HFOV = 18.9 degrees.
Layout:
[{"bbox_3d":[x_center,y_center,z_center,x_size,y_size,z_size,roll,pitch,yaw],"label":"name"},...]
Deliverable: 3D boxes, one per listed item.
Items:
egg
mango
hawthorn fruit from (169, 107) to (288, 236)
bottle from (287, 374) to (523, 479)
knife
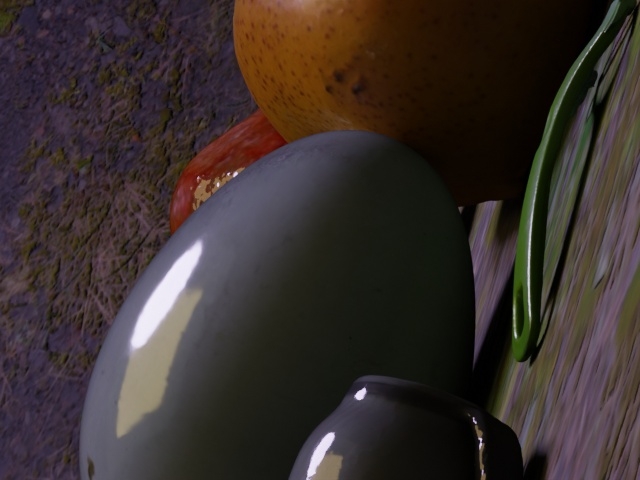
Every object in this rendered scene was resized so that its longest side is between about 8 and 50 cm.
[{"bbox_3d":[-0.017,0.070,0.956,0.183,0.183,0.264,-24,-42,-89],"label":"egg"},{"bbox_3d":[0.045,-0.105,1.066,0.290,0.191,0.160,92,-157,-71],"label":"mango"},{"bbox_3d":[0.000,0.000,1.448,0.261,0.224,0.224,-156,84,-78],"label":"hawthorn fruit"},{"bbox_3d":[0.005,0.172,0.642,0.096,0.079,0.253,-3,63,49],"label":"bottle"},{"bbox_3d":[0.098,-0.023,0.807,0.078,0.022,0.166,97,-169,-62],"label":"knife"}]
